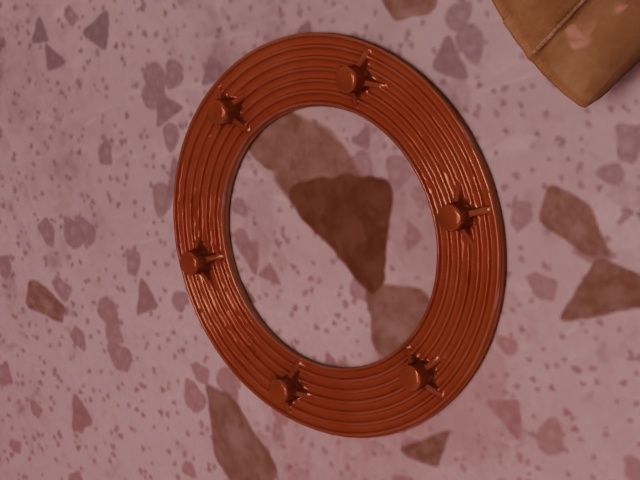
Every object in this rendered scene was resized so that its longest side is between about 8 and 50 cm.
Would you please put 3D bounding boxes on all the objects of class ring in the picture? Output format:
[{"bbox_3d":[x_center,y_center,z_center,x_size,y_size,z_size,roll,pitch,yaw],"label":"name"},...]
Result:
[{"bbox_3d":[0.000,0.000,1.314,0.337,0.032,0.336,9,105,37],"label":"ring"}]

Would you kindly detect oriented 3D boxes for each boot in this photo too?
[{"bbox_3d":[0.257,-0.177,1.045,0.269,0.089,0.236,-43,62,36],"label":"boot"}]
